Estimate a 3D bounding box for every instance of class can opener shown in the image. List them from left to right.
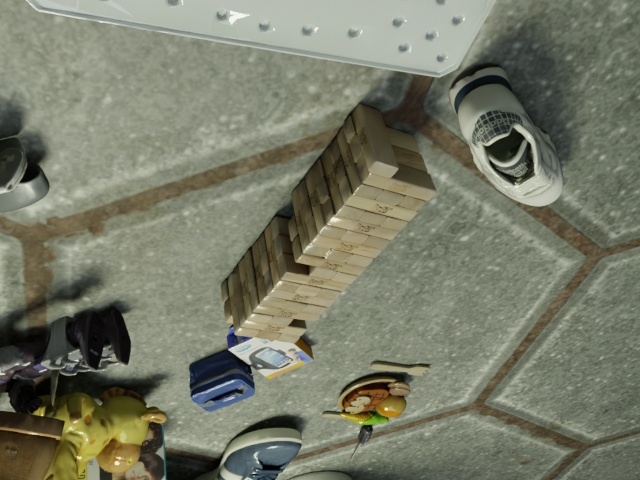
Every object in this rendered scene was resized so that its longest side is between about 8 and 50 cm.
[{"bbox_3d":[-0.412,-0.034,0.725,0.284,0.075,0.095,-13,141,1],"label":"can opener"}]

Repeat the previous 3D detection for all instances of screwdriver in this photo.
[{"bbox_3d":[0.078,0.395,1.452,0.025,0.024,0.169,-32,155,-25],"label":"screwdriver"}]

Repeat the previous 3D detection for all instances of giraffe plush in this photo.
[{"bbox_3d":[-0.332,0.283,1.101,0.171,0.181,0.210,13,101,-44],"label":"giraffe plush"}]

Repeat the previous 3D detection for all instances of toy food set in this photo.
[{"bbox_3d":[0.096,0.277,1.290,0.133,0.038,0.192,10,136,-27],"label":"toy food set"}]

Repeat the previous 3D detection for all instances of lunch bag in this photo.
[{"bbox_3d":[-0.144,0.212,1.117,0.099,0.065,0.067,-24,141,13],"label":"lunch bag"}]

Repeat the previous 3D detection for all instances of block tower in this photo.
[{"bbox_3d":[0.000,0.000,0.880,0.097,0.090,0.335,12,135,-30],"label":"block tower"}]

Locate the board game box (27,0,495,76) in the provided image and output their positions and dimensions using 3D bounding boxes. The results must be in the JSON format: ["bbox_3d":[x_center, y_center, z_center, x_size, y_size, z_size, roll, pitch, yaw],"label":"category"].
[{"bbox_3d":[0.004,-0.310,0.531,0.390,0.050,0.389,4,138,-22],"label":"board game box"}]

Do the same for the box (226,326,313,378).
[{"bbox_3d":[-0.076,0.156,1.099,0.081,0.028,0.136,-25,142,15],"label":"box"}]

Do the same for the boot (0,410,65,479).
[{"bbox_3d":[-0.477,0.291,1.015,0.306,0.115,0.112,-7,157,35],"label":"boot"}]

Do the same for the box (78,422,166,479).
[{"bbox_3d":[-0.371,0.353,1.185,0.245,0.100,0.060,-2,157,-14],"label":"box"}]

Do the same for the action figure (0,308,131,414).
[{"bbox_3d":[-0.394,0.160,0.953,0.285,0.099,0.185,-17,156,12],"label":"action figure"}]

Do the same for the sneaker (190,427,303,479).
[{"bbox_3d":[-0.139,0.470,1.370,0.131,0.148,0.350,16,133,-32],"label":"sneaker"}]

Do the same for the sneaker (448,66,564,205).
[{"bbox_3d":[0.217,-0.088,0.835,0.090,0.094,0.235,-33,139,20],"label":"sneaker"}]

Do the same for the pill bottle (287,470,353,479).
[{"bbox_3d":[0.018,0.682,1.481,0.224,0.392,0.224,-9,142,-7],"label":"pill bottle"}]
